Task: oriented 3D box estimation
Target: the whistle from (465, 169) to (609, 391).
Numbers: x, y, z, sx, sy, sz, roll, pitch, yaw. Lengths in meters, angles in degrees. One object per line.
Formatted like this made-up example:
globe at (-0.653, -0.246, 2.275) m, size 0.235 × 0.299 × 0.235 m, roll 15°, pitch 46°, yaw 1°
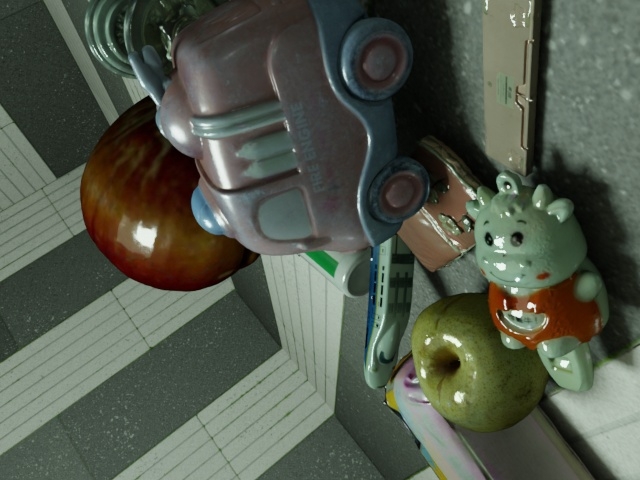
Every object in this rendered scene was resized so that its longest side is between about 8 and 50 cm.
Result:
whistle at (0.207, 0.046, 0.523) m, size 0.253 × 0.106 × 0.102 m, roll 63°, pitch 178°, yaw -25°

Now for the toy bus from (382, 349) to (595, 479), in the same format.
toy bus at (0.262, 0.307, 0.788) m, size 0.386 × 0.171 × 0.162 m, roll 53°, pitch 158°, yaw 10°

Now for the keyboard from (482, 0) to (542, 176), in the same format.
keyboard at (0.159, -0.127, 0.458) m, size 0.055 × 0.017 × 0.166 m, roll 45°, pitch 162°, yaw 42°

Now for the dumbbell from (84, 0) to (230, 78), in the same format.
dumbbell at (-0.273, -0.345, 0.924) m, size 0.406 × 0.179 × 0.179 m, roll 33°, pitch 153°, yaw 51°

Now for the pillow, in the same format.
pillow at (0.135, -0.034, 0.658) m, size 0.126 × 0.043 × 0.232 m, roll 52°, pitch 165°, yaw 10°

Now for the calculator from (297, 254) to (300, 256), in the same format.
calculator at (-0.075, -0.004, 1.331) m, size 0.141 × 0.019 × 0.094 m, roll 22°, pitch 145°, yaw 58°

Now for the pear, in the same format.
pear at (0.192, 0.144, 0.672) m, size 0.167 × 0.136 × 0.167 m, roll 20°, pitch 113°, yaw 58°

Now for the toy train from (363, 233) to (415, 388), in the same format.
toy train at (0.099, 0.106, 0.802) m, size 0.051 × 0.052 × 0.234 m, roll 12°, pitch 99°, yaw 63°

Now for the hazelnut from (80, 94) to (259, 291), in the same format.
hazelnut at (-0.314, -0.095, 1.187) m, size 0.429 × 0.402 × 0.402 m, roll 53°, pitch 165°, yaw 28°

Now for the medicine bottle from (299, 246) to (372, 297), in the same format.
medicine bottle at (0.000, 0.000, 1.004) m, size 0.260 × 0.095 × 0.095 m, roll 39°, pitch 157°, yaw 40°

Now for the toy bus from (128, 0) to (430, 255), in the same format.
toy bus at (-0.041, -0.111, 0.577) m, size 0.197 × 0.232 × 0.294 m, roll -128°, pitch 20°, yaw -52°
